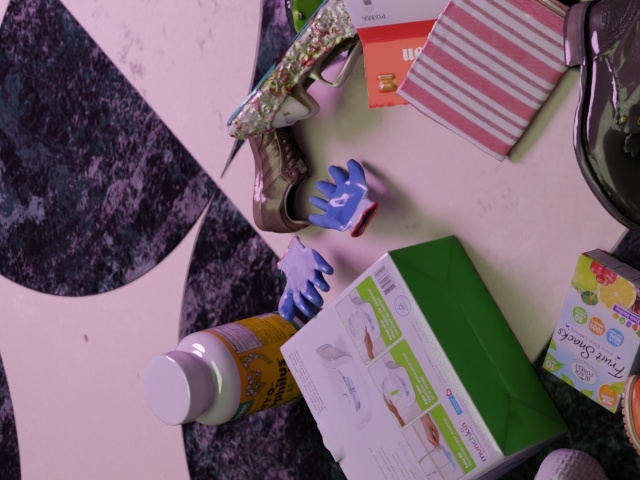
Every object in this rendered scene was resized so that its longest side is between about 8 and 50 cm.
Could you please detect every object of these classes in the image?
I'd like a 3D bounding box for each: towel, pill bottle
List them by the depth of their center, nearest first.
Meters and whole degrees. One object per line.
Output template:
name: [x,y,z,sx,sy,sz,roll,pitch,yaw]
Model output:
towel: [0.183,-0.192,1.645,0.144,0.029,0.197,35,126,6]
pill bottle: [-0.111,0.162,1.913,0.117,0.208,0.117,11,107,43]

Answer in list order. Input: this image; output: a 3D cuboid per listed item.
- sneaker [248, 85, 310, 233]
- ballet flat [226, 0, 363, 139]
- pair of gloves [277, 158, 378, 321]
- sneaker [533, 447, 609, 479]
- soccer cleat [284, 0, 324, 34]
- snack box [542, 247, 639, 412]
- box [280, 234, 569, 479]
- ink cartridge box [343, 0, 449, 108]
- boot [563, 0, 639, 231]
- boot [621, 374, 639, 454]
sneaker: [-0.044,-0.102,1.906,0.071,0.066,0.188,5,107,26]
ballet flat: [-0.017,-0.192,1.802,0.077,0.091,0.241,44,112,9]
pair of gloves: [0.000,0.000,1.823,0.198,0.023,0.159,-59,24,9]
sneaker: [0.202,0.383,1.702,0.210,0.137,0.366,16,112,40]
soccer cleat: [-0.023,-0.332,1.832,0.072,0.060,0.179,9,99,54]
snack box: [0.298,0.094,1.614,0.100,0.037,0.141,34,122,36]
box: [0.109,0.169,1.756,0.231,0.127,0.262,-45,68,41]
ink cartridge box: [0.108,-0.261,1.685,0.181,0.056,0.224,-3,95,29]
boot: [0.349,-0.152,1.473,0.229,0.091,0.263,-15,86,46]
boot: [0.363,0.203,1.565,0.084,0.059,0.158,-23,91,42]
